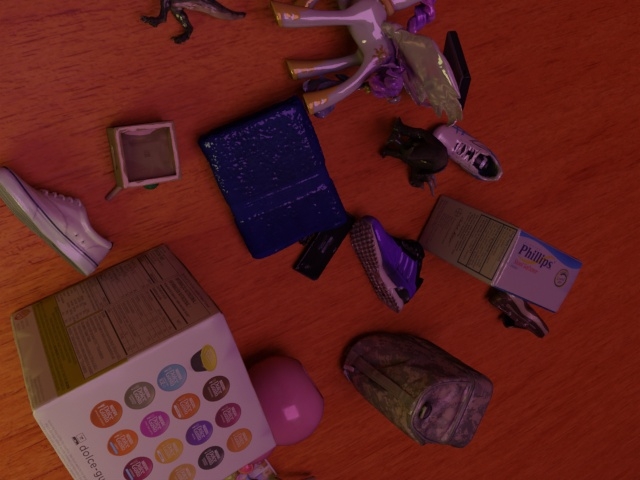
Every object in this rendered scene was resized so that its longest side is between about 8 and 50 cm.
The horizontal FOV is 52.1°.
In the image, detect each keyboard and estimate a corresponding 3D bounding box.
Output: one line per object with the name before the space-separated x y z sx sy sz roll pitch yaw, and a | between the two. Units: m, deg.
keyboard | 0.000 0.000 1.522 0.108 0.023 0.180 32 91 -42

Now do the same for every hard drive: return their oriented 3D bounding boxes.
hard drive | 0.271 -0.340 1.316 0.022 0.135 0.094 -4 147 -3

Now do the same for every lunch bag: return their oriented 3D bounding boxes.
lunch bag | 0.228 0.363 1.640 0.256 0.305 0.213 22 95 -38

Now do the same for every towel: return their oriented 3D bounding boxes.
towel | -0.095 -0.127 1.359 0.227 0.076 0.308 -23 123 -1

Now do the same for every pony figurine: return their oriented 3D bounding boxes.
pony figurine | 0.117 -0.385 1.306 0.363 0.303 0.351 -22 112 -4

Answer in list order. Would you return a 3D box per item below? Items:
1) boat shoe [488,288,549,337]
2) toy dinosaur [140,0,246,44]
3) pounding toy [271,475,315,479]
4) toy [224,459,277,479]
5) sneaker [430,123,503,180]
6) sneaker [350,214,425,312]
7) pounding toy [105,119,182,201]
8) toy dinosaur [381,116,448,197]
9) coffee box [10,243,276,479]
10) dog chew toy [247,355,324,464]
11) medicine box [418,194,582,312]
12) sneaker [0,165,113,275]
boat shoe | 0.571 0.217 1.913 0.095 0.095 0.257 -42 120 8
toy dinosaur | -0.257 -0.424 1.174 0.268 0.064 0.118 23 91 -38
pounding toy | -0.032 0.726 1.711 0.154 0.154 0.270 -38 132 -11
toy | -0.202 0.566 1.619 0.137 0.056 0.237 -36 124 -14
sneaker | 0.362 -0.216 1.605 0.237 0.086 0.085 24 98 -34
sneaker | 0.178 0.030 1.598 0.146 0.102 0.293 -38 129 -16
pounding toy | -0.341 -0.147 1.229 0.130 0.100 0.141 -13 105 -26
toy dinosaur | 0.226 -0.201 1.458 0.160 0.313 0.121 24 86 2
coffee box | -0.335 0.267 1.243 0.334 0.338 0.338 -27 122 -19
dog chew toy | -0.158 0.414 1.502 0.331 0.206 0.207 -34 124 -5
medicine box | 0.440 0.031 1.625 0.263 0.289 0.149 22 98 -35
sneaker | -0.483 -0.049 1.191 0.091 0.094 0.258 -53 132 -24
